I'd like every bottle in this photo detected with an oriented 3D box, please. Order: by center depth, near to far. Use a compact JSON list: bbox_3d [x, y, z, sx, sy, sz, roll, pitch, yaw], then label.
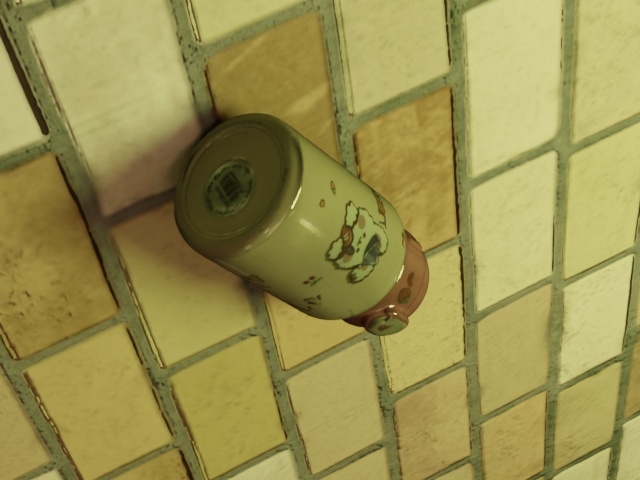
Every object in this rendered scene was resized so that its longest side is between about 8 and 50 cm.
[{"bbox_3d":[0.000,0.000,0.958,0.110,0.110,0.233,-42,142,11],"label":"bottle"}]
